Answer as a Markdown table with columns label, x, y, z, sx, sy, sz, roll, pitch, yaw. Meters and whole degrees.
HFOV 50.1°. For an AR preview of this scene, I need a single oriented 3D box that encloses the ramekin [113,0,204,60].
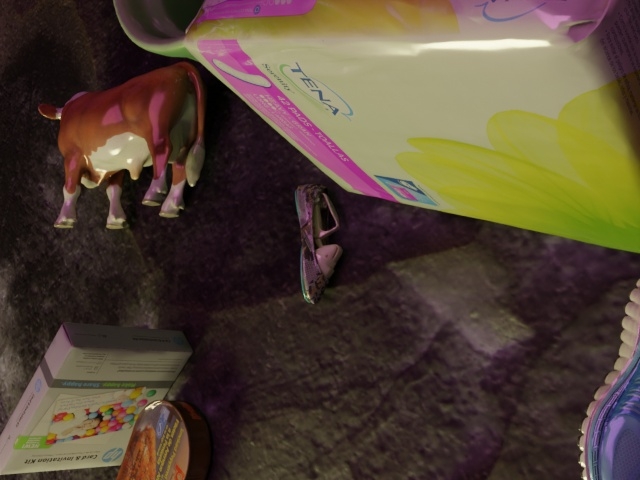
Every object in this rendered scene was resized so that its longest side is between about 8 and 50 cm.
| label | x | y | z | sx | sy | sz | roll | pitch | yaw |
| --- | --- | --- | --- | --- | --- | --- | --- | --- | --- |
| ramekin | -0.053 | -0.298 | 0.652 | 0.303 | 0.148 | 0.303 | -13 | 70 | 40 |

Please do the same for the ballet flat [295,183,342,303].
| label | x | y | z | sx | sy | sz | roll | pitch | yaw |
| --- | --- | --- | --- | --- | --- | --- | --- | --- | --- |
| ballet flat | 0.000 | 0.000 | 0.626 | 0.041 | 0.041 | 0.114 | -18 | 71 | 39 |

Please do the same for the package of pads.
| label | x | y | z | sx | sy | sz | roll | pitch | yaw |
| --- | --- | --- | --- | --- | --- | --- | --- | --- | --- |
| package of pads | 0.078 | -0.101 | 0.436 | 0.297 | 0.229 | 0.101 | 15 | 74 | 42 |

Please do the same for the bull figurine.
| label | x | y | z | sx | sy | sz | roll | pitch | yaw |
| --- | --- | --- | --- | --- | --- | --- | --- | --- | --- |
| bull figurine | -0.250 | -0.115 | 0.836 | 0.310 | 0.101 | 0.188 | -10 | 79 | 43 |

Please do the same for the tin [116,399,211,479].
| label | x | y | z | sx | sy | sz | roll | pitch | yaw |
| --- | --- | --- | --- | --- | --- | --- | --- | --- | --- |
| tin | -0.173 | 0.263 | 0.732 | 0.106 | 0.040 | 0.189 | 28 | 100 | 46 |

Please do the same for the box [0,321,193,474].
| label | x | y | z | sx | sy | sz | roll | pitch | yaw |
| --- | --- | --- | --- | --- | --- | --- | --- | --- | --- |
| box | -0.245 | 0.173 | 0.741 | 0.186 | 0.145 | 0.038 | -55 | 50 | 19 |

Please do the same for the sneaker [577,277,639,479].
| label | x | y | z | sx | sy | sz | roll | pitch | yaw |
| --- | --- | --- | --- | --- | --- | --- | --- | --- | --- |
| sneaker | 0.203 | 0.096 | 0.391 | 0.073 | 0.063 | 0.162 | 18 | 94 | 60 |
